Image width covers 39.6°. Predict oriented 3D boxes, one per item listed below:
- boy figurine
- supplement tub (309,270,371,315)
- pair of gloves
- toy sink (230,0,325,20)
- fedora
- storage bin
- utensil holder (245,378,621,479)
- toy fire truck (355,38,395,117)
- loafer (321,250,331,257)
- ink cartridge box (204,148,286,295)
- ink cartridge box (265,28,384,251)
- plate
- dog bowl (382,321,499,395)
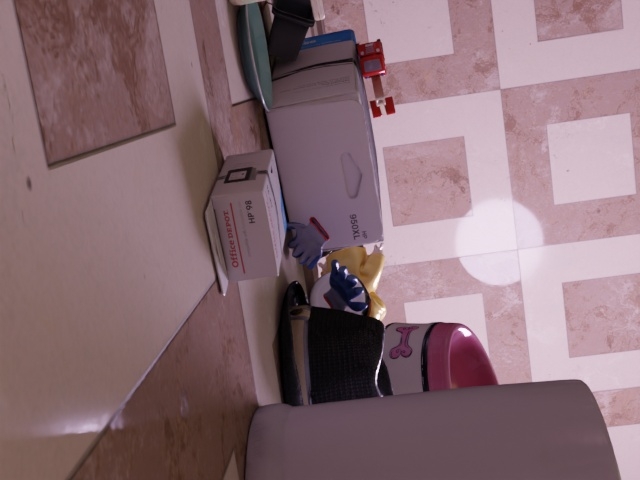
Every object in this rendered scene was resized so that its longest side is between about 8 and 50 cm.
[{"bbox_3d":[0.077,0.059,1.965,0.092,0.177,0.285,-7,74,-55],"label":"boy figurine"},{"bbox_3d":[0.044,0.128,1.815,0.190,0.117,0.117,58,25,-79],"label":"supplement tub"},{"bbox_3d":[0.004,0.043,1.475,0.198,0.023,0.159,53,-23,7],"label":"pair of gloves"},{"bbox_3d":[-0.078,-0.421,1.213,0.153,0.131,0.234,73,8,-60],"label":"toy sink"},{"bbox_3d":[0.034,0.207,1.398,0.334,0.152,0.334,-7,90,-85],"label":"fedora"},{"bbox_3d":[-0.063,-0.392,1.621,0.135,0.098,0.091,-90,-162,-59],"label":"storage bin"},{"bbox_3d":[0.134,0.335,1.029,0.327,0.385,0.327,-7,90,-84],"label":"utensil holder"},{"bbox_3d":[0.105,-0.300,1.665,0.192,0.047,0.135,-54,133,-80],"label":"toy fire truck"},{"bbox_3d":[0.000,0.000,1.714,0.220,0.080,0.078,-80,161,-73],"label":"loafer"},{"bbox_3d":[-0.080,-0.023,0.999,0.180,0.060,0.104,-86,168,-66],"label":"ink cartridge box"},{"bbox_3d":[0.014,-0.195,1.660,0.395,0.166,0.285,-88,167,-62],"label":"ink cartridge box"},{"bbox_3d":[-0.102,-0.288,1.349,0.188,0.024,0.188,-8,90,-86],"label":"plate"},{"bbox_3d":[0.260,0.348,1.813,0.408,0.150,0.408,45,36,-46],"label":"dog bowl"}]
